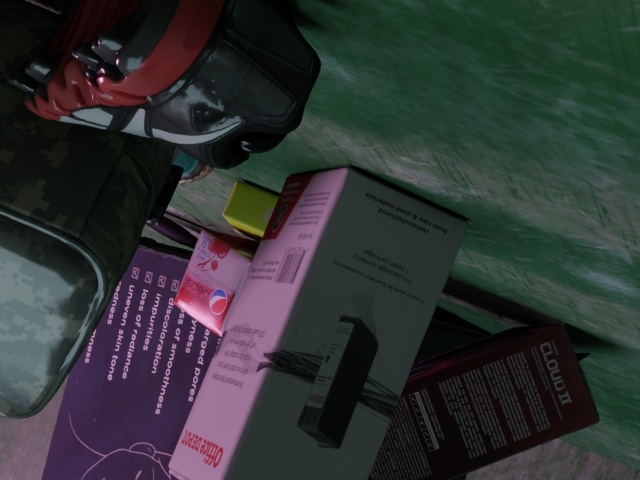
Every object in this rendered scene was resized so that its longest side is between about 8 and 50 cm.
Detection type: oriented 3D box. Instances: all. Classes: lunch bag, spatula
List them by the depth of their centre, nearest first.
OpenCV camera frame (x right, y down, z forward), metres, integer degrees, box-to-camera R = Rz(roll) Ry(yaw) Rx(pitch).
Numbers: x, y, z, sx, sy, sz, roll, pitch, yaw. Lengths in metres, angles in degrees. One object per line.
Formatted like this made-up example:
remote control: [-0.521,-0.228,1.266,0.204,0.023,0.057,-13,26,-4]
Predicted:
lunch bag: [-0.243,-0.067,1.180,0.305,0.256,0.212,24,138,-7]
spatula: [-0.283,-0.055,2.279,0.296,0.030,0.084,23,171,2]

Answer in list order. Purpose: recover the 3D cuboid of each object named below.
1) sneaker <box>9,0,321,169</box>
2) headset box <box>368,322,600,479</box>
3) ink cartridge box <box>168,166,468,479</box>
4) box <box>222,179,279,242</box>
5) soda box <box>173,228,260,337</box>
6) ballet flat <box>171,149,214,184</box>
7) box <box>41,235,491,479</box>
sneaker: [-0.084,-0.094,0.997,0.135,0.098,0.276,28,171,-21]
headset box: [0.135,0.174,1.849,0.293,0.110,0.218,-20,179,-8]
ink cartridge box: [-0.007,0.090,1.461,0.114,0.273,0.197,24,174,-14]
box: [0.000,0.000,1.732,0.178,0.042,0.109,23,174,7]
soda box: [-0.013,0.061,1.815,0.263,0.083,0.092,14,-168,-43]
ballet flat: [-0.169,-0.093,1.454,0.206,0.073,0.067,24,-171,18]
box: [-0.089,0.278,2.227,0.297,0.480,0.472,15,180,-38]
